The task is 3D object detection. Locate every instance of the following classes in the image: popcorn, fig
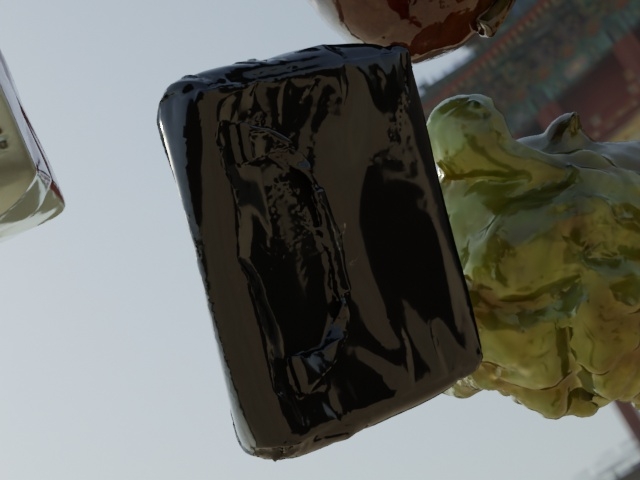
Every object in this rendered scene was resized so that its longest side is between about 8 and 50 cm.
[{"bbox_3d":[0.204,0.033,1.384,0.336,0.279,0.274,-5,-51,-39],"label":"popcorn"},{"bbox_3d":[0.084,-0.252,1.334,0.205,0.205,0.205,-22,-28,-12],"label":"fig"}]

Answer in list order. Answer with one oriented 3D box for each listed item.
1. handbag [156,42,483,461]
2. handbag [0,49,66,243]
[{"bbox_3d":[0.000,0.000,1.112,0.088,0.275,0.244,-7,8,42],"label":"handbag"},{"bbox_3d":[-0.288,-0.124,0.933,0.171,0.298,0.151,-24,-5,-5],"label":"handbag"}]
